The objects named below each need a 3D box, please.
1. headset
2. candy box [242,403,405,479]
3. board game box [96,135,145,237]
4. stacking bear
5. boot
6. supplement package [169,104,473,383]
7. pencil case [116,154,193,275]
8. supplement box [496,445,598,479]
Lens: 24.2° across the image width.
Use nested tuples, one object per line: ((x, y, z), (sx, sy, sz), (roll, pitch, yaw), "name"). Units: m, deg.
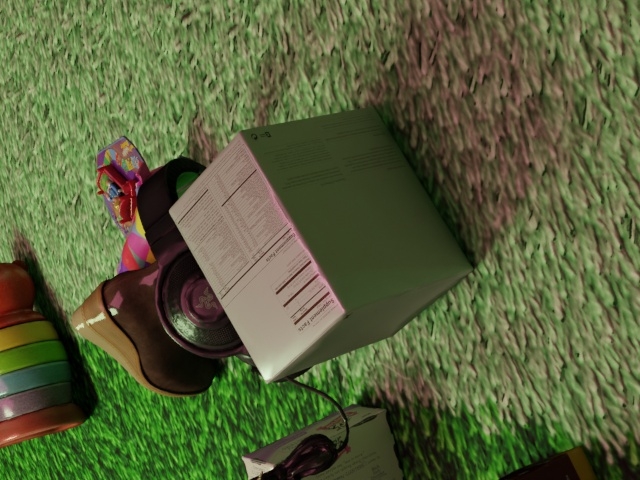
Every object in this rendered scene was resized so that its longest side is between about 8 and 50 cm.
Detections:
((-0.092, 0.092, 1.624), (0.185, 0.243, 0.394), (-39, 58, 15), "headset")
((0.017, 0.305, 1.687), (0.070, 0.164, 0.196), (2, 109, 55), "candy box")
((-0.278, -0.065, 2.052), (0.168, 0.033, 0.133), (-20, 91, 59), "board game box")
((-0.495, 0.177, 2.427), (0.164, 0.175, 0.289), (-30, 75, 61), "stacking bear")
((-0.167, 0.105, 1.901), (0.207, 0.248, 0.090), (-29, 47, 28), "boot")
((0.000, 0.000, 1.476), (0.149, 0.194, 0.203), (-44, 70, 42), "supplement package")
((-0.204, 0.000, 1.914), (0.104, 0.104, 0.236), (52, 145, 26), "pencil case")
((0.185, 0.328, 1.410), (0.191, 0.194, 0.129), (64, 148, 7), "supplement box")
